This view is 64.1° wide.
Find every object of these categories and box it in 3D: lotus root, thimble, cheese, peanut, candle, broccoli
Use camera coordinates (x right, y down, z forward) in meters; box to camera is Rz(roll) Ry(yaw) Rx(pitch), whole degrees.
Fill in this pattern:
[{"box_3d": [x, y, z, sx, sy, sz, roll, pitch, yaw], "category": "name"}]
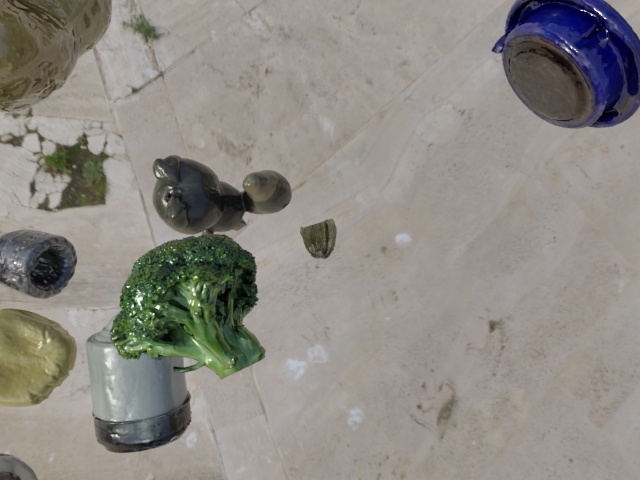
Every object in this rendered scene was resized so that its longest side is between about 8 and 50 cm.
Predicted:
[{"box_3d": [0.000, 0.001, 1.946, 0.143, 0.070, 0.144, -8, 79, 17], "category": "lotus root"}, {"box_3d": [-0.892, 0.071, 1.577, 0.172, 0.236, 0.205, 13, 99, 10], "category": "thimble"}, {"box_3d": [-0.696, 0.274, 1.183, 0.226, 0.117, 0.214, 32, 74, -13], "category": "cheese"}, {"box_3d": [-0.341, -0.233, 0.568, 0.159, 0.291, 0.143, -27, 125, 24], "category": "peanut"}, {"box_3d": [-0.422, 0.299, 1.187, 0.221, 0.221, 0.343, -6, 94, -12], "category": "candle"}, {"box_3d": [-0.193, 0.109, 0.810, 0.261, 0.269, 0.242, -28, 82, -38], "category": "broccoli"}]

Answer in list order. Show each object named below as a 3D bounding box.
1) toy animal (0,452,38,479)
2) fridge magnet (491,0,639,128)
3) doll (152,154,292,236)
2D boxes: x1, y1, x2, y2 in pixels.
[{"box_3d": [-0.454, 0.350, 0.601, 0.235, 0.187, 0.165, -28, 53, -20], "category": "toy animal"}, {"box_3d": [0.401, -0.288, 0.836, 0.112, 0.265, 0.265, -41, 92, -3], "category": "fridge magnet"}, {"box_3d": [-0.310, -0.153, 1.515, 0.378, 0.382, 0.252, -30, 79, 9], "category": "doll"}]
